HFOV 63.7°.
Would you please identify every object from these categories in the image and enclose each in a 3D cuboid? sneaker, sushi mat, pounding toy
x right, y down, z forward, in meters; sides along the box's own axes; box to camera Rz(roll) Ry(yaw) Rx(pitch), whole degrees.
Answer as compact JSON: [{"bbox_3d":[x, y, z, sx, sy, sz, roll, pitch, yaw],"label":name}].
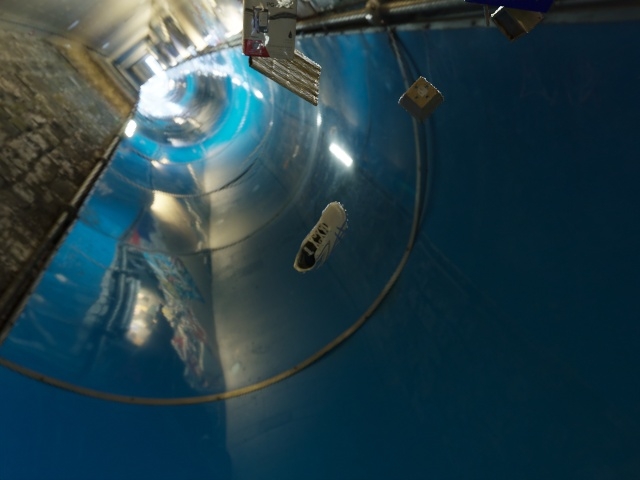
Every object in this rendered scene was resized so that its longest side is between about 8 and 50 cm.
[{"bbox_3d":[0.000,0.000,1.400,0.086,0.085,0.237,-29,153,-56],"label":"sneaker"},{"bbox_3d":[-0.103,-0.539,1.590,0.019,0.317,0.151,-3,-101,37],"label":"sushi mat"},{"bbox_3d":[0.676,-0.835,1.873,0.094,0.206,0.181,-44,-173,0],"label":"pounding toy"}]

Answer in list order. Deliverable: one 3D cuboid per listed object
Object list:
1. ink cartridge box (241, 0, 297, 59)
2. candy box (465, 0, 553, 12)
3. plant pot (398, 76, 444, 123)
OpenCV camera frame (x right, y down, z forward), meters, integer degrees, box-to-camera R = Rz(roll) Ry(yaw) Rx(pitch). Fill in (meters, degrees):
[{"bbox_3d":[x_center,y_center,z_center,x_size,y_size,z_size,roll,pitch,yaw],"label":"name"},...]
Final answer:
[{"bbox_3d":[-0.108,-0.468,1.091,0.109,0.150,0.063,0,-157,-13],"label":"ink cartridge box"},{"bbox_3d":[0.619,-0.870,1.594,0.268,0.317,0.122,110,-26,-47],"label":"candy box"},{"bbox_3d":[0.323,-0.461,1.655,0.109,0.109,0.096,-46,171,5],"label":"plant pot"}]
